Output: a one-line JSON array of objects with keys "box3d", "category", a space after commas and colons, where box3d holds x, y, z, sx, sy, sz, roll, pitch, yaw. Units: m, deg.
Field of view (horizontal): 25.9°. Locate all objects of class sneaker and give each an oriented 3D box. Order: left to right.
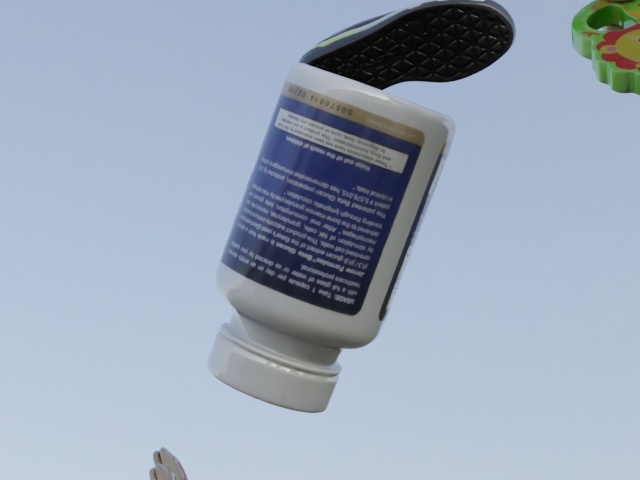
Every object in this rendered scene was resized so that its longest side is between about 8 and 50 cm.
[{"box3d": [0.081, -0.201, 1.377, 0.235, 0.097, 0.084, -11, -63, 24], "category": "sneaker"}]

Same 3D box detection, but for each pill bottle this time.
[{"box3d": [0.000, 0.000, 0.734, 0.094, 0.169, 0.094, 20, 5, -2], "category": "pill bottle"}]

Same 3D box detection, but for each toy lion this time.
[{"box3d": [0.183, -0.111, 0.776, 0.100, 0.096, 0.034, 20, -46, 37], "category": "toy lion"}]

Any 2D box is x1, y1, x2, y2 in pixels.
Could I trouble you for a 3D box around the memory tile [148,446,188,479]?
[{"box3d": [-0.067, 0.177, 0.766, 0.012, 0.113, 0.148, -26, 6, -1], "category": "memory tile"}]
